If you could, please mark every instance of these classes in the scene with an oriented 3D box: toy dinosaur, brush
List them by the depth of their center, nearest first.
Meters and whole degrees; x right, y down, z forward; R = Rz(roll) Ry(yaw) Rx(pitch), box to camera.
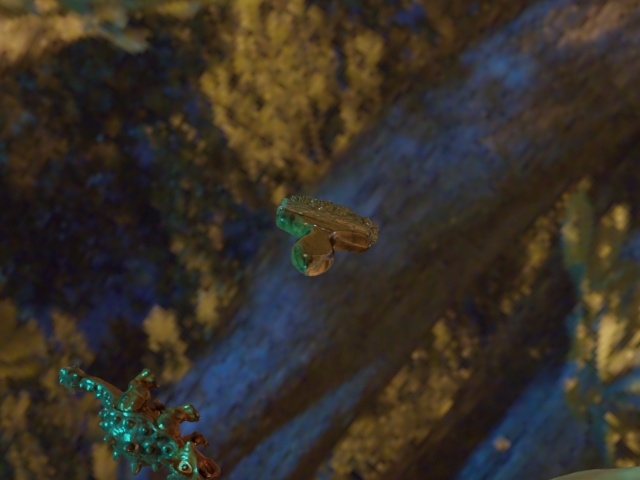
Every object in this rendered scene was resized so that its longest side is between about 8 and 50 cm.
[{"bbox_3d":[0.000,0.000,1.091,0.070,0.021,0.196,19,-168,1],"label":"brush"},{"bbox_3d":[-0.117,0.119,1.139,0.154,0.049,0.055,30,-119,36],"label":"toy dinosaur"}]

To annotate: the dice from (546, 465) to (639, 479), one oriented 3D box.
[{"bbox_3d":[0.228,0.332,1.202,0.263,0.264,0.268,-3,-149,3],"label":"dice"}]
